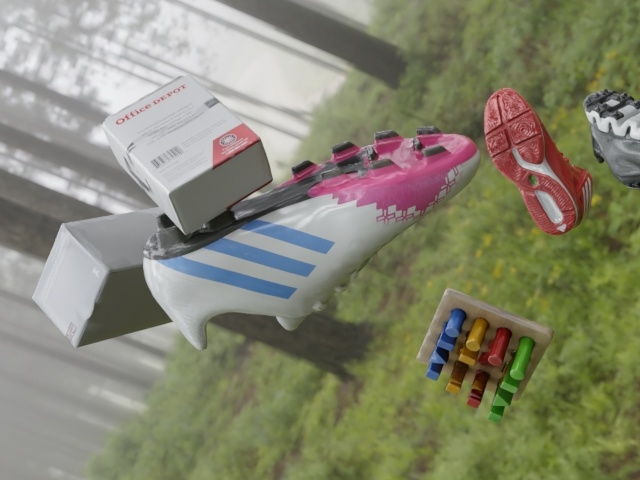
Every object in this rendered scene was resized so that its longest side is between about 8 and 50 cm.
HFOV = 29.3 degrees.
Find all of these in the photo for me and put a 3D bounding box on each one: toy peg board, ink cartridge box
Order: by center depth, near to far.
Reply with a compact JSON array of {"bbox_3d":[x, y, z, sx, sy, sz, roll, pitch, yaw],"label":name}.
[{"bbox_3d":[-0.122,-0.081,1.113,0.099,0.135,0.056,-32,-43,-15],"label":"ink cartridge box"},{"bbox_3d":[0.222,0.171,1.723,0.161,0.160,0.079,107,-173,-47],"label":"toy peg board"}]

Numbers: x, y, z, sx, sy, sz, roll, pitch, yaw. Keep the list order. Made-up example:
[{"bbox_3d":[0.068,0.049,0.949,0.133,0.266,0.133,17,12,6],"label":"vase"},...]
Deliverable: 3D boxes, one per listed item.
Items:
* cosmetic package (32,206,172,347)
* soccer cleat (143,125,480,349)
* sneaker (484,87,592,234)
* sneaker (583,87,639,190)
[{"bbox_3d":[-0.224,0.038,1.519,0.238,0.107,0.127,-8,-45,-50],"label":"cosmetic package"},{"bbox_3d":[0.000,0.000,1.151,0.116,0.331,0.143,-101,-8,-70],"label":"soccer cleat"},{"bbox_3d":[0.315,-0.115,1.752,0.087,0.221,0.128,-24,-5,30],"label":"sneaker"},{"bbox_3d":[0.418,-0.101,1.500,0.234,0.078,0.106,36,144,46],"label":"sneaker"}]
